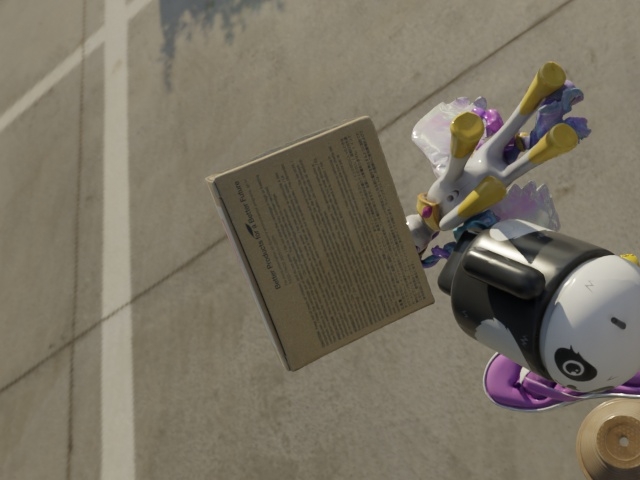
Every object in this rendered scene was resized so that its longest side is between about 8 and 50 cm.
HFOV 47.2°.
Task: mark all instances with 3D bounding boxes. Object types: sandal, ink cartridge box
[{"bbox_3d":[0.512,0.259,1.506,0.416,0.102,0.170,-17,70,36],"label":"sandal"},{"bbox_3d":[0.000,0.000,0.842,0.193,0.235,0.088,-23,13,-12],"label":"ink cartridge box"}]

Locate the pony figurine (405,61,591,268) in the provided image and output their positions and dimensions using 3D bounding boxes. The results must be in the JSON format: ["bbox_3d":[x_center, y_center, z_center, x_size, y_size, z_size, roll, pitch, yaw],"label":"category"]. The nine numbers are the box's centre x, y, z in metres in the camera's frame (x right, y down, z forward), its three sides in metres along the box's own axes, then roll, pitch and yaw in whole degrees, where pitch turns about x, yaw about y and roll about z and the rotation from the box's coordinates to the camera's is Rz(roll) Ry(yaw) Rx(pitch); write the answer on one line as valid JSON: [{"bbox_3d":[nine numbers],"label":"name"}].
[{"bbox_3d":[0.239,-0.099,1.098,0.351,0.303,0.363,-33,-11,-29],"label":"pony figurine"}]

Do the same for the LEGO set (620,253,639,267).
[{"bbox_3d":[0.444,0.069,1.071,0.087,0.227,0.093,-6,90,-6],"label":"LEGO set"}]

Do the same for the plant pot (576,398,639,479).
[{"bbox_3d":[0.681,0.458,1.620,0.237,0.109,0.237,-14,59,25],"label":"plant pot"}]

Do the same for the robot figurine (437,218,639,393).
[{"bbox_3d":[0.274,0.076,0.904,0.278,0.209,0.174,28,127,52],"label":"robot figurine"}]
